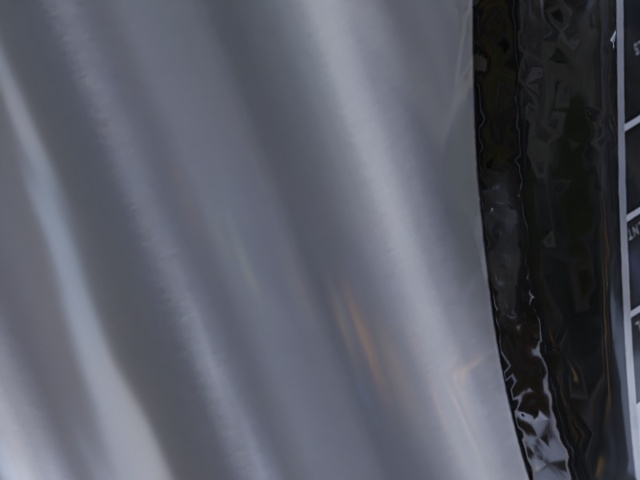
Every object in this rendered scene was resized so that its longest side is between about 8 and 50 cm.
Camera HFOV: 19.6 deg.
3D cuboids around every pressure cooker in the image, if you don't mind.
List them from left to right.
[{"bbox_3d":[-0.003,-0.001,0.697,0.370,0.420,0.375,-20,-162,-1],"label":"pressure cooker"}]
